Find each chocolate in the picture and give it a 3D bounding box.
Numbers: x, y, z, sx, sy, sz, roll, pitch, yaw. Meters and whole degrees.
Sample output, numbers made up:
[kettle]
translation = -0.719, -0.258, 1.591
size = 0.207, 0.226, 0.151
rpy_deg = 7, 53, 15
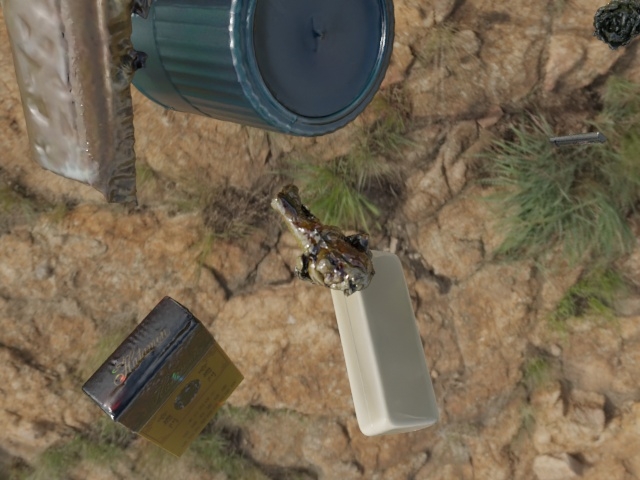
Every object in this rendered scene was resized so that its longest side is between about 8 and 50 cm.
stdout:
[chocolate]
translation = -0.135, -0.164, 0.322
size = 0.065, 0.102, 0.329
rpy_deg = -28, 140, -35

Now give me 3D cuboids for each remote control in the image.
[remote control]
translation = 0.434, -0.169, 1.094
size = 0.034, 0.091, 0.016
rpy_deg = 20, 78, -40

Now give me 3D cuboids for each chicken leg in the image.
[chicken leg]
translation = -0.003, 0.006, 0.993
size = 0.196, 0.125, 0.080
rpy_deg = 32, 146, -2

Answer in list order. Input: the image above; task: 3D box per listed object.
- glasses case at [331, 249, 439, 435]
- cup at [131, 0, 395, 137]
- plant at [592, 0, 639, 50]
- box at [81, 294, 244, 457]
[glasses case]
translation = 0.112, 0.183, 1.196
size = 0.144, 0.336, 0.076
rpy_deg = 8, 150, -37
[cup]
translation = -0.066, -0.279, 0.788
size = 0.308, 0.292, 0.242
rpy_deg = -48, 131, -15
[plant]
translation = 0.600, -0.430, 1.269
size = 0.143, 0.092, 0.094
rpy_deg = -23, 95, -36
[box]
translation = -0.341, 0.326, 1.484
size = 0.264, 0.116, 0.415
rpy_deg = -48, 156, -19
